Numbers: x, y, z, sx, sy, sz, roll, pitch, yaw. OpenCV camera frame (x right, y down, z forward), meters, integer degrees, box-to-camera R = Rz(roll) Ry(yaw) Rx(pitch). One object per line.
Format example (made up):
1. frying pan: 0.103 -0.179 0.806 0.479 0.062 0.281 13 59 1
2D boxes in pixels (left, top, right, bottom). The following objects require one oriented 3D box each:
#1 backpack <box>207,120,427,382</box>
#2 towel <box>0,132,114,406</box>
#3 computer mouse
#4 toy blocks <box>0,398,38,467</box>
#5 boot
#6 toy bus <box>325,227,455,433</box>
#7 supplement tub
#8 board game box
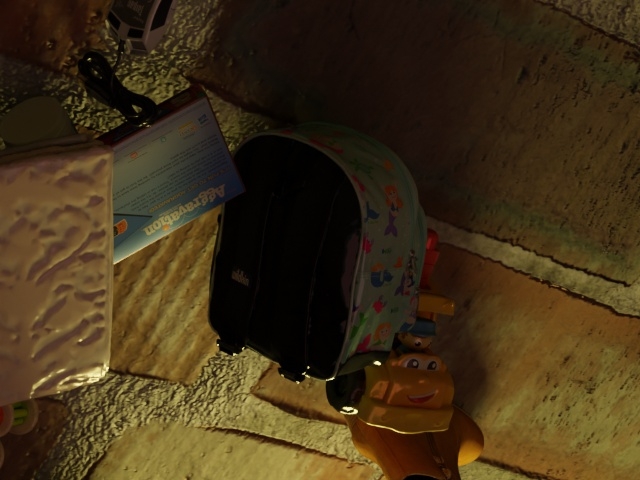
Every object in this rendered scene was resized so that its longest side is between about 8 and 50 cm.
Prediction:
1. backpack: 0.000 0.000 1.812 0.191 0.225 0.254 -18 120 -45
2. towel: -0.362 0.053 1.631 0.331 0.053 0.317 -12 132 -23
3. computer mouse: -0.173 -0.216 1.643 0.042 0.106 0.193 -3 122 -53
4. toy blocks: -0.392 0.220 1.856 0.123 0.054 0.148 -50 163 16
5. boot: 0.147 0.294 2.153 0.104 0.211 0.295 -48 134 14
6. toy bus: 0.087 0.088 1.951 0.149 0.220 0.211 10 115 -32
7. supplement tub: -0.272 -0.086 1.702 0.071 0.071 0.107 -29 136 -5
8. board game box: -0.221 -0.037 1.703 0.281 0.027 0.145 -29 136 -9
